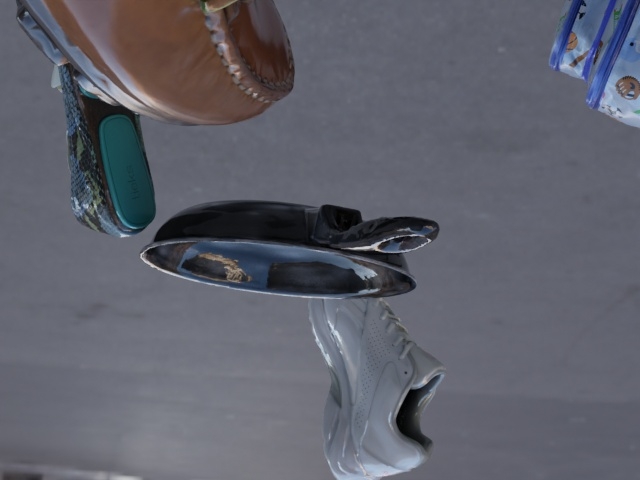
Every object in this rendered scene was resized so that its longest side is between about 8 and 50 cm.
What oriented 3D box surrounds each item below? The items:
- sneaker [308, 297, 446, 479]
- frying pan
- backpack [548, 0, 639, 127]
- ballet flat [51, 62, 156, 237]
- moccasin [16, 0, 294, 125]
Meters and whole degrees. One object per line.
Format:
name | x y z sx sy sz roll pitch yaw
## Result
sneaker | 0.060 0.104 1.124 0.115 0.232 0.090 -14 167 28
frying pan | -0.029 -0.002 0.809 0.197 0.053 0.326 5 168 2
backpack | 0.377 -0.247 1.378 0.213 0.277 0.263 15 -161 6
ballet flat | -0.162 -0.094 0.871 0.070 0.189 0.070 -5 -179 0
moccasin | -0.057 -0.162 0.369 0.146 0.139 0.380 -20 146 1
